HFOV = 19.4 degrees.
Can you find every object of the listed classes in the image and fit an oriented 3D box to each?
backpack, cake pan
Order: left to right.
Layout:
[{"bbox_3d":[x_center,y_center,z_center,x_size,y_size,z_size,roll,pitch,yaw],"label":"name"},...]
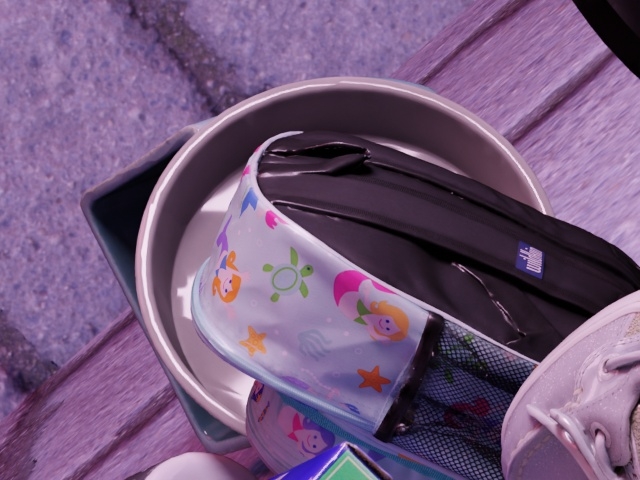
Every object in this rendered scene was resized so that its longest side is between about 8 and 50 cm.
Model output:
[{"bbox_3d":[0.020,0.023,1.295,0.293,0.293,0.054,-46,-17,-21],"label":"cake pan"},{"bbox_3d":[0.050,0.049,1.079,0.191,0.253,0.225,-60,5,20],"label":"backpack"}]

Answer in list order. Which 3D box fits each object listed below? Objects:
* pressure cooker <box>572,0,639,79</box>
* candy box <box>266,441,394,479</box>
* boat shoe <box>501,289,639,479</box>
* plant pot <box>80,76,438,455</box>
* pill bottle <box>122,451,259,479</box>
[{"bbox_3d":[0.291,-0.231,0.862,0.370,0.375,0.420,-36,-11,-30],"label":"pressure cooker"},{"bbox_3d":[-0.084,0.266,0.958,0.317,0.122,0.268,-47,1,-21],"label":"candy box"},{"bbox_3d":[0.187,0.083,0.815,0.320,0.118,0.103,-20,19,48],"label":"boat shoe"},{"bbox_3d":[0.000,0.000,1.529,0.252,0.248,0.247,-28,2,-31],"label":"plant pot"},{"bbox_3d":[-0.138,0.241,1.321,0.245,0.130,0.130,-31,15,48],"label":"pill bottle"}]
